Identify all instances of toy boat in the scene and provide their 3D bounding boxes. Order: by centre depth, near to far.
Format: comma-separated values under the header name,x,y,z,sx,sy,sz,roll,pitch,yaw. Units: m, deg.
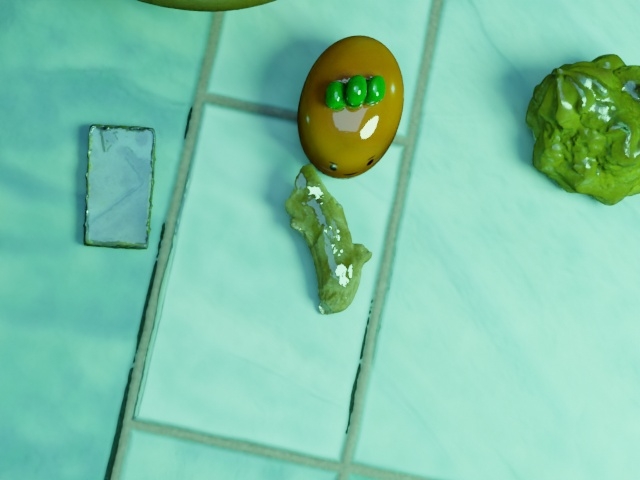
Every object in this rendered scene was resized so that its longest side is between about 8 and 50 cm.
name,x,y,z,sx,sy,sz,roll,pitch,yaw
toy boat,-0.184,-0.050,1.457,0.063,0.016,0.115,3,81,-5

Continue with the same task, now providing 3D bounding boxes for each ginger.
name,x,y,z,sx,sy,sz,roll,pitch,yaw
ginger,0.005,-0.002,1.455,0.057,0.044,0.137,-18,88,-38

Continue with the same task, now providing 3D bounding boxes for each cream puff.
name,x,y,z,sx,sy,sz,roll,pitch,yaw
cream puff,0.262,-0.110,1.459,0.146,0.116,0.146,1,77,-3

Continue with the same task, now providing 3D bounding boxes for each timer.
name,x,y,z,sx,sy,sz,roll,pitch,yaw
timer,0.031,-0.124,1.438,0.099,0.136,0.136,5,80,-10

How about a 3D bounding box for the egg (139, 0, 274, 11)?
name,x,y,z,sx,sy,sz,roll,pitch,yaw
egg,-0.119,-0.343,1.380,0.351,0.282,0.282,8,79,8
